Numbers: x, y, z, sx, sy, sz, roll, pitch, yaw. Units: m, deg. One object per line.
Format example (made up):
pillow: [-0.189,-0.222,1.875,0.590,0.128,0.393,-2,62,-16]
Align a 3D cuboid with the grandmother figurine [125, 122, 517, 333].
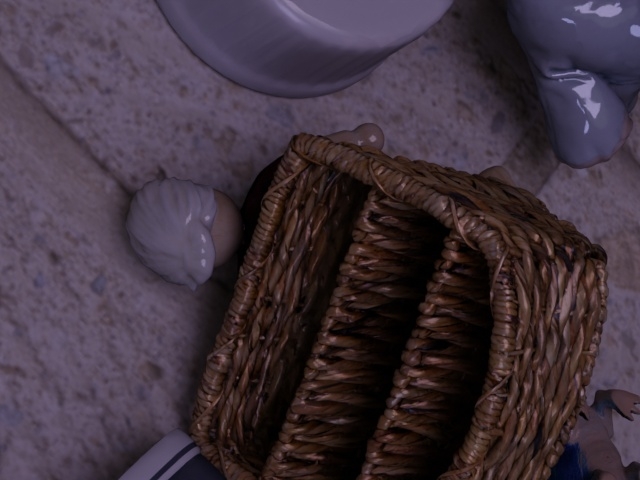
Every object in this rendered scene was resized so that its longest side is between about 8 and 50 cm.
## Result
grandmother figurine: [0.000,0.000,1.376,0.342,0.104,0.208,4,96,-26]

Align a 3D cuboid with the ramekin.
ramekin: [-0.003,-0.270,1.387,0.277,0.135,0.277,4,81,-27]

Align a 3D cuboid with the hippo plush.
hippo plush: [0.301,-0.221,1.443,0.294,0.236,0.234,55,39,-41]

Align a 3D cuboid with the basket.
basket: [0.060,0.098,1.264,0.223,0.213,0.299,12,109,-30]

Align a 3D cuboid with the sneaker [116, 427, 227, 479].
sneaker: [-0.175,0.285,1.212,0.127,0.126,0.321,45,62,6]

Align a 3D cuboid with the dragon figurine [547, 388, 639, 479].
dragon figurine: [0.231,0.198,1.477,0.085,0.144,0.289,-8,68,-27]
